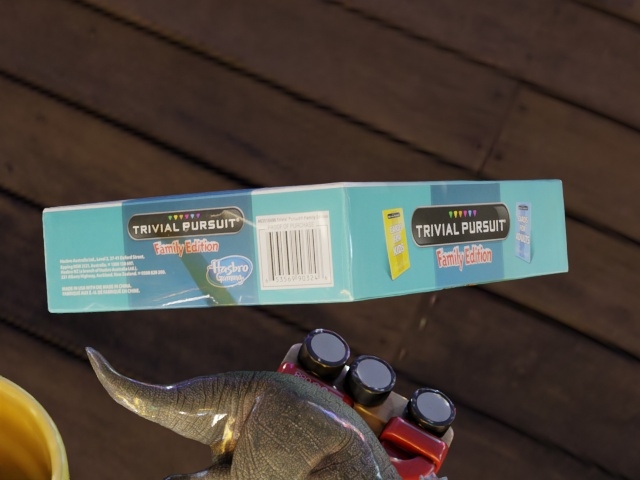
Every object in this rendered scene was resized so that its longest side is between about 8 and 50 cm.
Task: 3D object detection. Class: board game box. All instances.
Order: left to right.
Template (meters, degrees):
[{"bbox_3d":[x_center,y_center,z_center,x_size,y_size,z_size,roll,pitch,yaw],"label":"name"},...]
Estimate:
[{"bbox_3d":[0.000,0.000,1.211,0.254,0.336,0.079,-3,91,32],"label":"board game box"}]

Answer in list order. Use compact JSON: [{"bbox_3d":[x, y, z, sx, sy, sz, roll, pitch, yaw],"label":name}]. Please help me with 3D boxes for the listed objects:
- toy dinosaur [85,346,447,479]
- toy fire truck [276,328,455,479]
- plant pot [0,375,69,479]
[{"bbox_3d":[-0.013,0.162,1.023,0.313,0.121,0.160,41,76,12],"label":"toy dinosaur"},{"bbox_3d":[0.023,0.236,1.817,0.217,0.158,0.246,30,42,3],"label":"toy fire truck"},{"bbox_3d":[-0.339,0.273,1.395,0.254,0.239,0.254,2,46,-2],"label":"plant pot"}]
